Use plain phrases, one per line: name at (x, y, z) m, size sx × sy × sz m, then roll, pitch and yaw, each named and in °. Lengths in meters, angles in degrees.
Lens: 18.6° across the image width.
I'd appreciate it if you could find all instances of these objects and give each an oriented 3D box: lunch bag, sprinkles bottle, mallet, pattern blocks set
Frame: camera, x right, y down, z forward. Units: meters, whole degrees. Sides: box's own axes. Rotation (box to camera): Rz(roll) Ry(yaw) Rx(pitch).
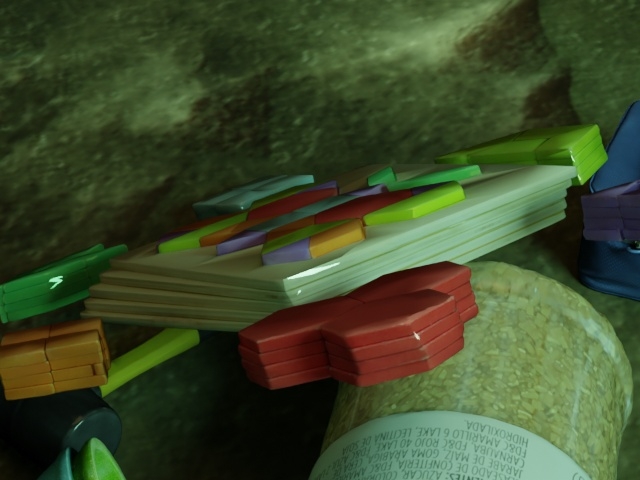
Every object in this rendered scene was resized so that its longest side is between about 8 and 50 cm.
lunch bag at (0.159, -0.019, 0.910) m, size 0.067 × 0.065 × 0.098 m, roll 13°, pitch 40°, yaw 16°
sprinkles bottle at (0.033, 0.158, 0.648) m, size 0.121 × 0.121 × 0.355 m, roll 7°, pitch 40°, yaw 8°
mallet at (-0.057, 0.048, 0.857) m, size 0.189 × 0.039 × 0.062 m, roll -23°, pitch 43°, yaw -31°
pattern blocks set at (0.000, 0.000, 0.780) m, size 0.285 × 0.026 × 0.325 m, roll -25°, pitch 13°, yaw -41°

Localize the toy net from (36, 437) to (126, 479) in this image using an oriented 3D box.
toy net at (-0.084, 0.142, 0.669) m, size 0.045 × 0.122 × 0.232 m, roll -21°, pitch 38°, yaw 1°
